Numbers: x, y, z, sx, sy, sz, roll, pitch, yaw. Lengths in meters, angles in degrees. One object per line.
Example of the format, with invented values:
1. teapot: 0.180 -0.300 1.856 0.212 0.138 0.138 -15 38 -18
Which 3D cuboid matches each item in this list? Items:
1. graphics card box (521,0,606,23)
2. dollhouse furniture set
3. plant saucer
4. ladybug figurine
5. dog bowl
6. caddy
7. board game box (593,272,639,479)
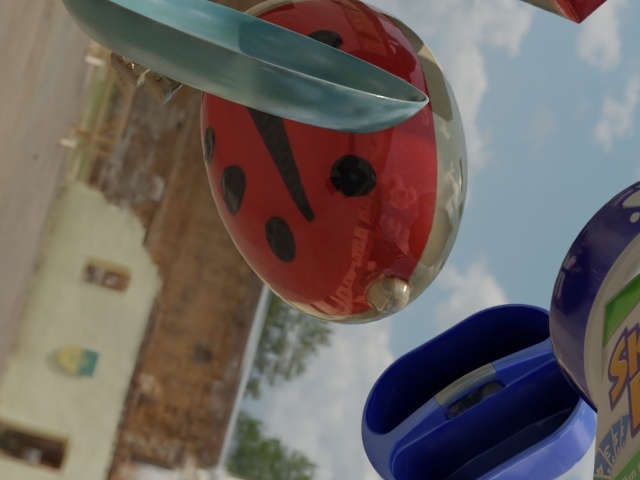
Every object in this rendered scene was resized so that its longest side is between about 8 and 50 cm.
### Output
1. graphics card box: 0.282 -0.388 1.703 0.233 0.094 0.371 -41 -152 -3
2. dollhouse furniture set: -0.160 -0.247 1.820 0.144 0.151 0.123 -40 163 -25
3. plant saucer: -0.068 -0.151 1.177 0.317 0.318 0.043 -107 -143 -75
4. ladybug figurine: -0.005 -0.106 1.575 0.305 0.162 0.449 -42 -132 19
5. dog bowl: 0.350 0.069 1.348 0.104 0.265 0.265 46 -59 61
6. caddy: 0.226 0.238 2.047 0.241 0.341 0.179 61 3 40
7. board game box: 0.210 0.102 0.877 0.124 0.039 0.259 128 -19 -52
